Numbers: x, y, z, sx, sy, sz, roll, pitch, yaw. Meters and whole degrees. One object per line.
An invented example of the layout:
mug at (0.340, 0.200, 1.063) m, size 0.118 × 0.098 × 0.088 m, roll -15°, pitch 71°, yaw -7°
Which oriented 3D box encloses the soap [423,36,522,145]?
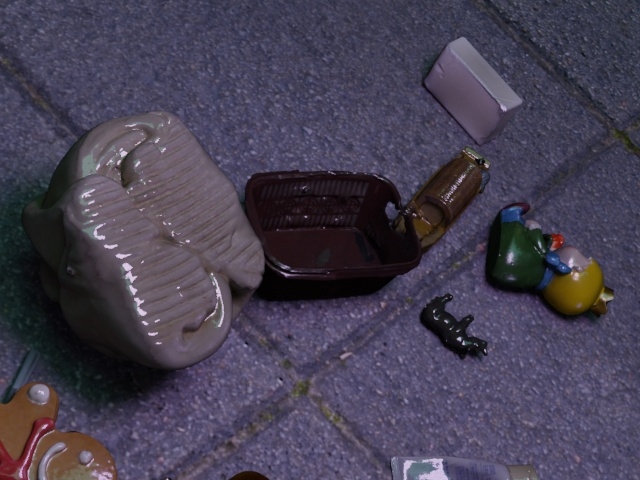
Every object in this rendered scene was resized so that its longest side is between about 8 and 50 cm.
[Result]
soap at (0.294, -0.290, 2.359) m, size 0.064 × 0.121 × 0.183 m, roll -29°, pitch 73°, yaw -36°

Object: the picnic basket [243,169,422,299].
picnic basket at (0.000, 0.000, 2.010) m, size 0.297 × 0.129 × 0.222 m, roll -2°, pitch 56°, yaw -27°

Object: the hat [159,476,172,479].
hat at (-0.266, 0.399, 1.651) m, size 0.175 × 0.085 × 0.147 m, roll 6°, pitch 56°, yaw 8°

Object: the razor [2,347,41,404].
razor at (-0.440, 0.236, 1.700) m, size 0.084 × 0.036 × 0.211 m, roll 25°, pitch 50°, yaw -9°

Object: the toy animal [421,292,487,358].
toy animal at (0.232, 0.152, 2.060) m, size 0.136 × 0.047 × 0.065 m, roll 44°, pitch 56°, yaw 8°

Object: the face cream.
face cream at (0.224, 0.388, 1.886) m, size 0.224 × 0.070 × 0.114 m, roll -1°, pitch 56°, yaw -10°

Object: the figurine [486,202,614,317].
figurine at (0.422, 0.037, 2.191) m, size 0.234 × 0.127 × 0.185 m, roll 13°, pitch 43°, yaw -3°

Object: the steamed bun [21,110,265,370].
steamed bun at (-0.280, 0.012, 1.796) m, size 0.342 × 0.255 × 0.367 m, roll -35°, pitch 101°, yaw -48°

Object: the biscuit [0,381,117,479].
biscuit at (-0.433, 0.270, 1.622) m, size 0.340 × 0.047 × 0.216 m, roll 24°, pitch 57°, yaw 3°

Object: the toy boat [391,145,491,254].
toy boat at (0.225, -0.079, 2.178) m, size 0.089 × 0.115 × 0.310 m, roll 40°, pitch 49°, yaw 6°

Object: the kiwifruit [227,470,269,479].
kiwifruit at (-0.119, 0.378, 1.720) m, size 0.124 × 0.075 × 0.075 m, roll -35°, pitch 76°, yaw -34°
